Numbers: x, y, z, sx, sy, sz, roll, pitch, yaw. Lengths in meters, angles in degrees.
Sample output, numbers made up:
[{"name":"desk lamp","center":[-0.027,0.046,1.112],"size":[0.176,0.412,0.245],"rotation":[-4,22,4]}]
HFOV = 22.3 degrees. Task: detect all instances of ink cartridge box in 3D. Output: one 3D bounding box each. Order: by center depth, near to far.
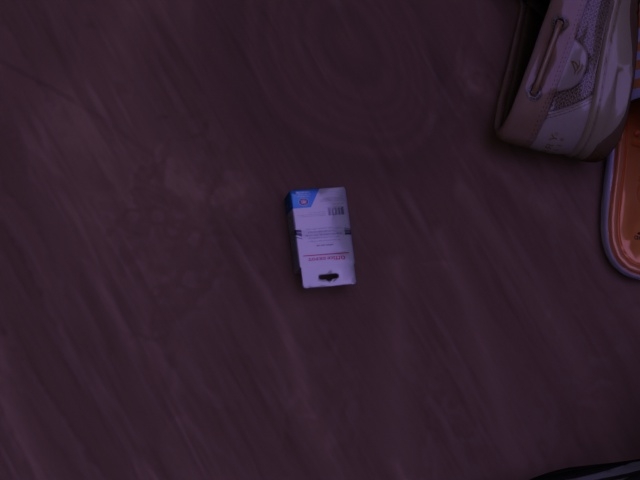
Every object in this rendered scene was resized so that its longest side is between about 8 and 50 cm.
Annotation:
[{"name":"ink cartridge box","center":[0.000,0.000,1.351],"size":[0.048,0.028,0.083],"rotation":[-4,78,-13]}]

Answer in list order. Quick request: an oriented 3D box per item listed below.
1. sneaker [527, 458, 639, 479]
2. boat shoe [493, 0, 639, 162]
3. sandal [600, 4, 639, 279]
[{"name":"sneaker","center":[0.353,0.159,1.231],"size":[0.483,0.185,0.202],"rotation":[-16,111,17]},{"name":"boat shoe","center":[0.216,-0.242,1.404],"size":[0.110,0.121,0.341],"rotation":[9,77,-11]},{"name":"sandal","center":[0.302,-0.098,1.413],"size":[0.102,0.076,0.265],"rotation":[8,76,-11]}]
